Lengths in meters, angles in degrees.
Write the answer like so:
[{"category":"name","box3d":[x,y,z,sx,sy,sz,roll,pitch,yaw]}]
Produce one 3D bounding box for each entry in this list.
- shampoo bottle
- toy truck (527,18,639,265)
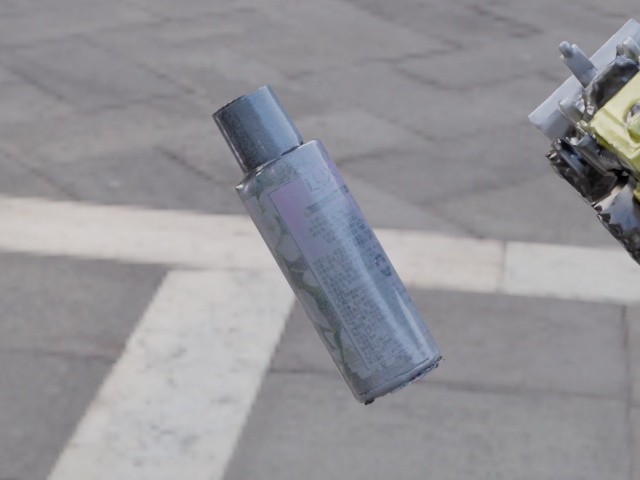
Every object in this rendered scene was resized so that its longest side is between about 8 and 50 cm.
[{"category":"shampoo bottle","box3d":[0.000,0.000,1.070,0.072,0.214,0.072,-30,1,1]},{"category":"toy truck","box3d":[0.208,-0.081,1.070,0.136,0.111,0.286,-43,17,6]}]
